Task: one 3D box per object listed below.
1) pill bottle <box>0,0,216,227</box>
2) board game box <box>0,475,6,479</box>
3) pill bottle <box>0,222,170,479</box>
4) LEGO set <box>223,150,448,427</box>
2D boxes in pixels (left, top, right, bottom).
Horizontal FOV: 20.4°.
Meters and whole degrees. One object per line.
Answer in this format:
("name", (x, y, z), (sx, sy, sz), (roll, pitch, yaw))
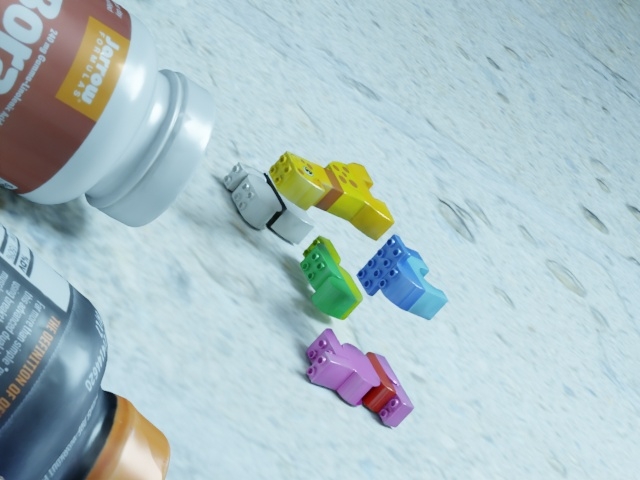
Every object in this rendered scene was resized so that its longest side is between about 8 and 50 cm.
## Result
("pill bottle", (-0.169, -0.096, 0.972), (0.216, 0.121, 0.121), (31, 24, -28))
("board game box", (-0.163, 0.166, 0.437), (0.232, 0.141, 0.291), (39, 21, -8))
("pill bottle", (-0.172, 0.035, 0.679), (0.245, 0.130, 0.130), (43, 19, -19))
("LEGO set", (0.000, 0.000, 1.140), (0.093, 0.087, 0.227), (23, 27, -43))
